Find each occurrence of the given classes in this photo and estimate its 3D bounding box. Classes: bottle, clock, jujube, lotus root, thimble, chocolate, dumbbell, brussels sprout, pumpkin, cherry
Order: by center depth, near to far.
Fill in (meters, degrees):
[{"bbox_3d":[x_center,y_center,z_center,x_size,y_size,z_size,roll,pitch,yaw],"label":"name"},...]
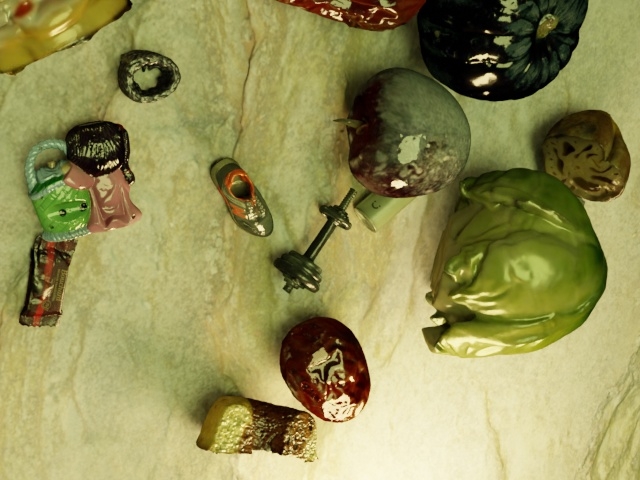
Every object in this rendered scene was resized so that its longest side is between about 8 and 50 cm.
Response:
[{"bbox_3d":[-0.423,-0.108,1.773,0.194,0.100,0.195,-13,113,-23],"label":"clock"},{"bbox_3d":[-0.309,-0.291,1.785,0.104,0.066,0.095,13,100,-33],"label":"thimble"},{"bbox_3d":[0.039,-0.500,1.825,0.342,0.216,0.216,8,105,-17],"label":"jujube"},{"bbox_3d":[-0.504,0.078,1.842,0.086,0.028,0.182,8,103,-34],"label":"chocolate"},{"bbox_3d":[0.355,-0.446,1.955,0.363,0.266,0.363,-27,133,-32],"label":"pumpkin"},{"bbox_3d":[0.165,-0.210,1.982,0.296,0.218,0.255,8,78,-30],"label":"cherry"},{"bbox_3d":[0.000,0.000,2.051,0.110,0.110,0.254,39,83,-34],"label":"dumbbell"},{"bbox_3d":[0.167,-0.106,2.116,0.201,0.072,0.072,-41,123,-9],"label":"bottle"},{"bbox_3d":[0.009,0.272,2.124,0.183,0.183,0.243,-36,131,-13],"label":"jujube"},{"bbox_3d":[0.426,0.070,2.139,0.361,0.342,0.425,13,117,1],"label":"brussels sprout"},{"bbox_3d":[0.621,-0.210,2.254,0.180,0.199,0.188,-50,148,-30],"label":"lotus root"}]

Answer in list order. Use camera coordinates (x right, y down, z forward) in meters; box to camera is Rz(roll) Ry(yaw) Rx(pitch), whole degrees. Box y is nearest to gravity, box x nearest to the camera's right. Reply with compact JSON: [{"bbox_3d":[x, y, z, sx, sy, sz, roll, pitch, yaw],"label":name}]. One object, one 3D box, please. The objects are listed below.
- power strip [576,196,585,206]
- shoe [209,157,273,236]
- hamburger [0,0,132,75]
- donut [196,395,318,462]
[{"bbox_3d":[0.508,-0.093,2.322,0.272,0.052,0.078,14,102,-31],"label":"power strip"},{"bbox_3d":[-0.144,-0.074,1.952,0.074,0.077,0.194,-39,122,-11],"label":"shoe"},{"bbox_3d":[-0.460,-0.406,1.543,0.276,0.276,0.237,-33,119,-14],"label":"hamburger"},{"bbox_3d":[-0.144,0.389,2.102,0.295,0.151,0.112,17,88,-38],"label":"donut"}]
